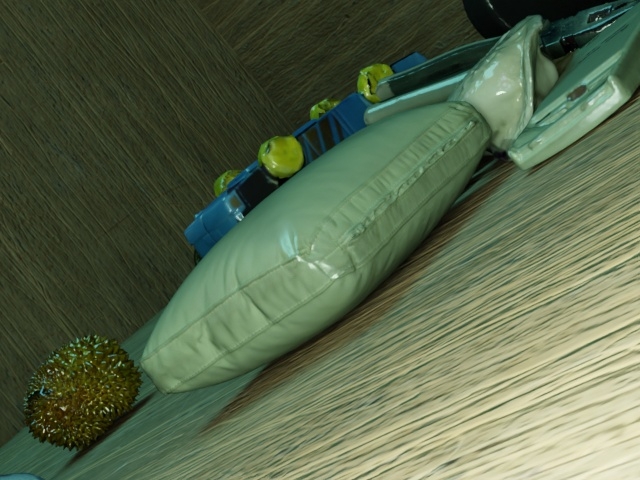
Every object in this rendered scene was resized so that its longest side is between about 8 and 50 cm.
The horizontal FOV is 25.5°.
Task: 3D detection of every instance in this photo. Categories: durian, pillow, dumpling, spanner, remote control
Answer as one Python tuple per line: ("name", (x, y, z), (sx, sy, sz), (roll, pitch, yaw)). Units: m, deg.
("durian", (-0.307, 0.192, 1.806), (0.158, 0.137, 0.168), (-59, -12, 19))
("pillow", (0.000, 0.000, 1.234), (0.255, 0.120, 0.322), (-36, 6, 40))
("dumpling", (0.181, -0.146, 1.349), (0.150, 0.092, 0.176), (-60, -7, 19))
("spanner", (0.192, -0.190, 1.478), (0.325, 0.040, 0.095), (-18, 29, 30))
("remote control", (0.250, -0.144, 1.242), (0.123, 0.038, 0.285), (-38, 6, 32))

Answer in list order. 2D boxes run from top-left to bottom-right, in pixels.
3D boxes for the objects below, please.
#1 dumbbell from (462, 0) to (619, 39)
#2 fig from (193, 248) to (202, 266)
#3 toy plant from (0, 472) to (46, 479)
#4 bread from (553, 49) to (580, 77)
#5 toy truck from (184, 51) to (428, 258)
("dumbbell", (0.330, -0.375, 1.843), (0.204, 0.204, 0.322), (-40, 4, -19))
("fig", (-0.092, 0.017, 2.012), (0.177, 0.117, 0.117), (-24, 5, 3))
("toy plant", (-0.351, 0.243, 1.178), (0.247, 0.247, 0.332), (-39, -3, 2))
("bread", (0.201, -0.167, 1.585), (0.139, 0.095, 0.269), (-50, 25, -21))
("toy truck", (0.013, -0.085, 1.762), (0.385, 0.162, 0.161), (-40, 4, -34))
